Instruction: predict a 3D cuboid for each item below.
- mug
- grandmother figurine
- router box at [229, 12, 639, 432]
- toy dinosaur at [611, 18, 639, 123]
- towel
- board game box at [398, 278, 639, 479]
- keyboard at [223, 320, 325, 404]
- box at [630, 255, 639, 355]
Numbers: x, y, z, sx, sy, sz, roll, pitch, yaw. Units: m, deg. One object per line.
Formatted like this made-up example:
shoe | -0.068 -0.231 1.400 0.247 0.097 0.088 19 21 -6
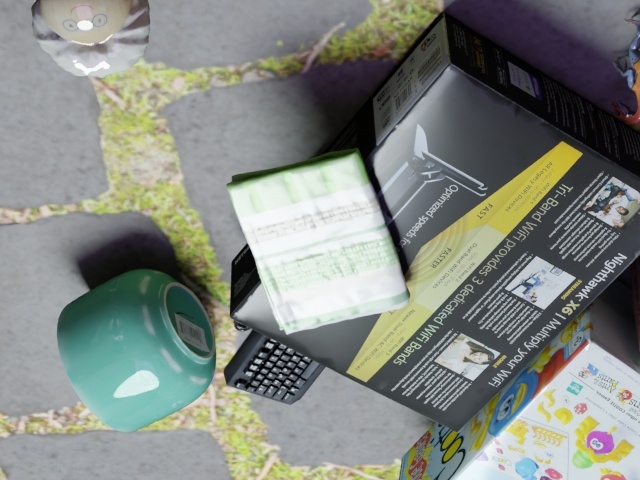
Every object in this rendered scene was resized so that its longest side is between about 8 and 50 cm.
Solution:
mug | -0.148 0.085 1.622 0.097 0.158 0.129 -28 101 22
grandmother figurine | -0.201 -0.264 1.318 0.208 0.104 0.342 -2 130 17
router box | 0.108 -0.005 1.530 0.243 0.081 0.309 29 122 -21
toy dinosaur | 0.246 -0.129 1.438 0.047 0.090 0.082 10 101 14
towel | 0.000 0.000 1.471 0.113 0.023 0.152 -14 122 9
board game box | 0.202 0.180 1.626 0.144 0.142 0.275 35 116 -11
keyboard | -0.028 0.079 1.667 0.108 0.023 0.180 23 128 -17
box | 0.355 -0.005 1.486 0.127 0.148 0.232 15 130 -9
